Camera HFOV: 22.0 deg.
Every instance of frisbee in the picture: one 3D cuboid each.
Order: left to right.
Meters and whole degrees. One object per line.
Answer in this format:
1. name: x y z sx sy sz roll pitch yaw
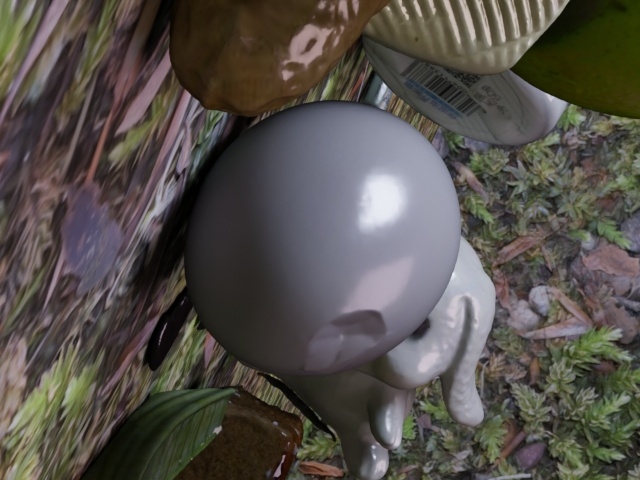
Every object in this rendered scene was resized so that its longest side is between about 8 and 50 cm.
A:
1. frisbee: -0.077 0.007 1.264 0.211 0.012 0.187 -43 157 -74

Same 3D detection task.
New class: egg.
1. egg: 0.000 0.000 1.094 0.176 0.176 0.232 -68 171 27

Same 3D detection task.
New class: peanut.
1. peanut: -0.005 -0.141 0.835 0.226 0.095 0.108 -58 174 -45

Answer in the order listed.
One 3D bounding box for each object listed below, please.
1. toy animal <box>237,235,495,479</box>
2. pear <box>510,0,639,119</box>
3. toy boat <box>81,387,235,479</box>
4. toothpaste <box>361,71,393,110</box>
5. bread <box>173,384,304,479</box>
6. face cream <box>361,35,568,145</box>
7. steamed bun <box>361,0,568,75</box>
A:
1. toy animal: 0.067 0.095 1.612 0.174 0.249 0.289 -44 -164 -33
2. pear: 0.194 -0.280 1.194 0.165 0.399 0.399 -9 132 -42
3. toy boat: -0.139 0.183 1.228 0.293 0.055 0.093 -53 166 -64
4. toothpaste: 0.084 -0.209 1.786 0.048 0.029 0.197 100 13 -80
5. bread: -0.150 0.334 1.515 0.417 0.113 0.165 -64 174 -1
6. face cream: 0.143 -0.180 1.521 0.111 0.206 0.206 -58 173 -21
7. steamed bun: 0.094 -0.239 1.073 0.239 0.170 0.152 -63 -149 25
